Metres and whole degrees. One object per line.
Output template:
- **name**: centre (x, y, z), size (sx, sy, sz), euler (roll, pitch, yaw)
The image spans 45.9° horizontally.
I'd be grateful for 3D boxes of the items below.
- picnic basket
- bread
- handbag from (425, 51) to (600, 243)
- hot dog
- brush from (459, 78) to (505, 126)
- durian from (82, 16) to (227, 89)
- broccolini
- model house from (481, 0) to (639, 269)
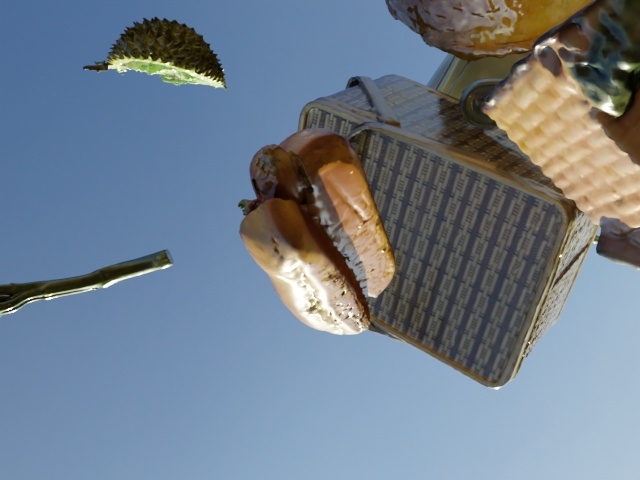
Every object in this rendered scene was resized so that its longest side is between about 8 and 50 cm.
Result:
- **picnic basket**: centre (0.114, -0.021, 0.809), size (0.175, 0.313, 0.228), euler (-30, -40, -49)
- **bread**: centre (0.123, -0.243, 0.650), size (0.139, 0.229, 0.143), euler (-43, -39, -11)
- **handbag**: centre (0.260, -0.104, 0.931), size (0.315, 0.241, 0.109), euler (30, -166, -5)
- **hot dog**: centre (0.000, 0.000, 0.479), size (0.092, 0.062, 0.235), euler (-58, -22, -15)
- **brush**: centre (0.286, -0.136, 0.730), size (0.060, 0.297, 0.068), euler (-87, -10, -57)
- **durian**: centre (-0.243, -0.267, 1.115), size (0.100, 0.215, 0.086), euler (105, 173, -49)
- **broccolini**: centre (-0.256, 0.047, 0.709), size (0.239, 0.054, 0.051), euler (-12, -91, -8)
- **model house**: centre (0.213, -0.078, 0.392), size (0.183, 0.166, 0.172), euler (-41, -91, -8)
